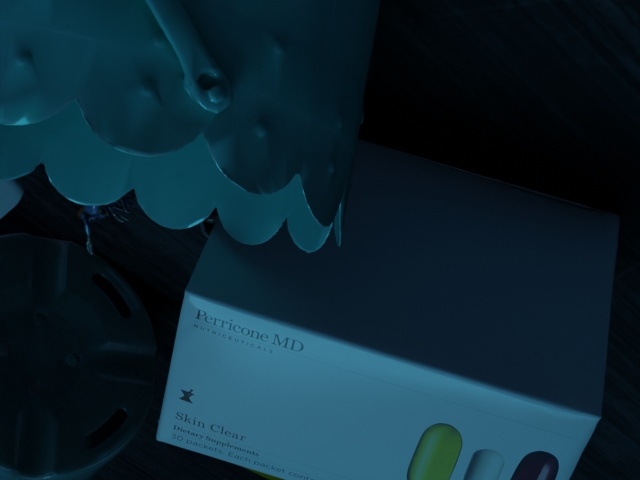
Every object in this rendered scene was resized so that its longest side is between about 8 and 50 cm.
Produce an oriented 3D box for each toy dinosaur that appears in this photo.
[{"bbox_3d":[-0.205,-0.036,1.300,0.082,0.047,0.090,7,118,52],"label":"toy dinosaur"}]

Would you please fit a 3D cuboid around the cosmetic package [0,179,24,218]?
[{"bbox_3d":[-0.395,-0.109,0.888,0.156,0.217,0.385,34,165,45],"label":"cosmetic package"}]

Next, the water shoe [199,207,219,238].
[{"bbox_3d":[0.000,0.000,1.104,0.203,0.080,0.073,22,156,7],"label":"water shoe"}]

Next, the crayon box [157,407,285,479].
[{"bbox_3d":[0.005,0.221,1.481,0.202,0.081,0.318,7,161,36],"label":"crayon box"}]

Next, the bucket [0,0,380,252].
[{"bbox_3d":[-0.097,-0.116,0.760,0.281,0.183,0.281,14,172,2],"label":"bucket"}]

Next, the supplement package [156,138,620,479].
[{"bbox_3d":[0.050,0.057,0.945,0.261,0.204,0.145,16,131,2],"label":"supplement package"}]

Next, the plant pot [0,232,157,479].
[{"bbox_3d":[-0.351,0.164,1.501,0.341,0.341,0.334,32,147,-14],"label":"plant pot"}]
